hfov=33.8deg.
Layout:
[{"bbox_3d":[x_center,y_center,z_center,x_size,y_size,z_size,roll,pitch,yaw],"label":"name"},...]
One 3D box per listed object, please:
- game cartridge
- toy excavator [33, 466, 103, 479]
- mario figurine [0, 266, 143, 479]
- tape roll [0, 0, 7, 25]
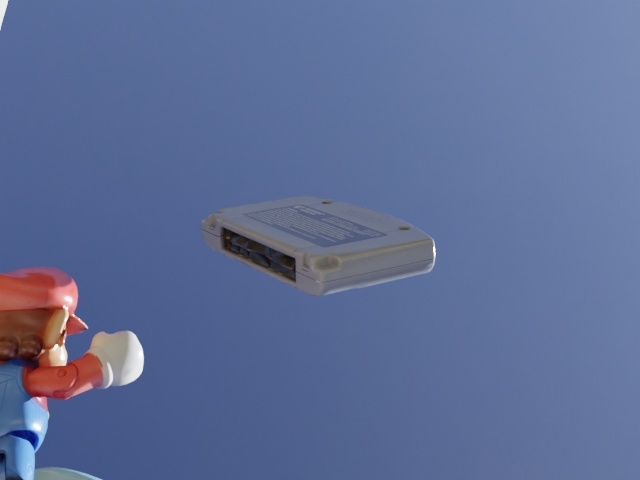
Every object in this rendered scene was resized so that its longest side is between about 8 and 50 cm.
[{"bbox_3d":[0.000,0.000,1.364,0.198,0.062,0.297,-6,-164,-33],"label":"game cartridge"},{"bbox_3d":[-0.403,0.398,1.409,0.445,0.433,0.222,36,-129,-18],"label":"toy excavator"},{"bbox_3d":[-0.295,0.172,1.044,0.198,0.170,0.320,18,-129,-17],"label":"mario figurine"},{"bbox_3d":[-0.260,-0.075,0.437,0.072,0.392,0.392,27,-125,5],"label":"tape roll"}]
